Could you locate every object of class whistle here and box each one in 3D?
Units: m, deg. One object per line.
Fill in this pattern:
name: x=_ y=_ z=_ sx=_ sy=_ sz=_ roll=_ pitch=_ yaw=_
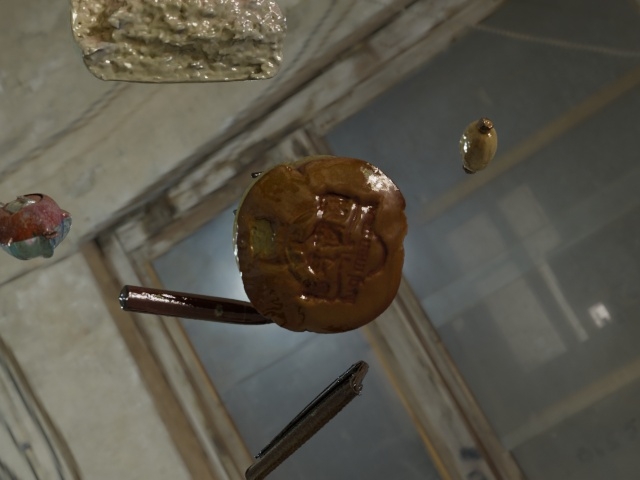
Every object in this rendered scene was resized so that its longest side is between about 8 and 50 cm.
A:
whistle: x=-0.619 y=-0.039 z=2.265 sx=0.346 sy=0.133 sz=0.142 roll=17 pitch=61 yaw=47

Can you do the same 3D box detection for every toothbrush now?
toothbrush: x=-0.136 y=0.110 z=1.716 sx=0.364 sy=0.040 sz=0.041 roll=10 pitch=-33 yaw=-31

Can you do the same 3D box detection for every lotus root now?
lotus root: x=0.290 y=-0.176 z=2.041 sx=0.062 sy=0.073 sz=0.150 roll=-6 pitch=-31 yaw=-10

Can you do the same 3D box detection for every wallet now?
wallet: x=-0.021 y=0.292 z=1.804 sx=0.243 sy=0.039 sz=0.133 roll=-43 pitch=0 yaw=17

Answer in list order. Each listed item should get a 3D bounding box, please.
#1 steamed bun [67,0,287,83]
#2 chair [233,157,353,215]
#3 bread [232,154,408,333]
steamed bun: x=-0.177 y=-0.259 z=1.253 sx=0.226 sy=0.170 sz=0.200 roll=-8 pitch=19 yaw=-27
chair: x=-0.018 y=-0.065 z=2.232 sx=0.260 sy=0.154 sz=0.141 roll=-10 pitch=-33 yaw=-34
bread: x=0.000 y=0.000 z=1.641 sx=0.270 sy=0.269 sz=0.148 roll=-29 pitch=13 yaw=-3
